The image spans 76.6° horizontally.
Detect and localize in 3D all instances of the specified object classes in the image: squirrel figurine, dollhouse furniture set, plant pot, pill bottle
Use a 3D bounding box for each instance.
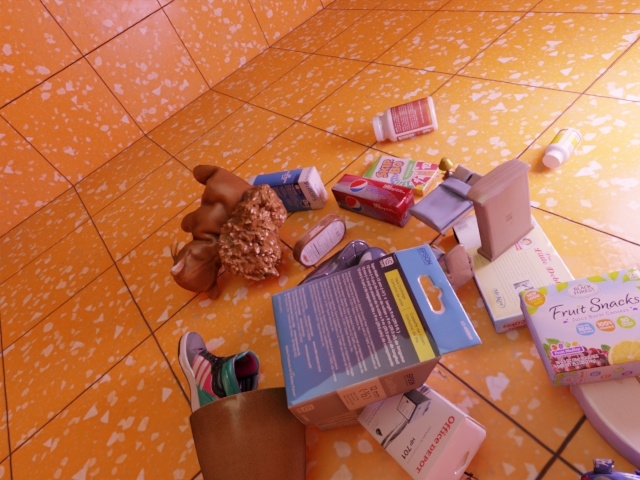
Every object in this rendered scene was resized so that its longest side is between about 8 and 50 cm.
[{"bbox_3d":[-0.298,-0.004,1.265,0.396,0.281,0.371,11,62,38],"label":"squirrel figurine"},{"bbox_3d":[0.309,-0.096,0.994,0.286,0.198,0.303,-37,41,-6],"label":"dollhouse furniture set"},{"bbox_3d":[-0.125,0.452,0.787,0.237,0.237,0.255,-21,57,8],"label":"plant pot"},{"bbox_3d":[0.674,-0.258,1.139,0.065,0.065,0.116,26,64,42],"label":"pill bottle"},{"bbox_3d":[0.301,-0.427,1.454,0.216,0.121,0.121,-11,45,17],"label":"pill bottle"}]

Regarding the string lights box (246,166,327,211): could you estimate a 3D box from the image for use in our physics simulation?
[{"bbox_3d":[-0.122,-0.168,1.419,0.259,0.133,0.077,-4,47,24],"label":"string lights box"}]

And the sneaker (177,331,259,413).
[{"bbox_3d":[-0.250,0.317,1.027,0.178,0.124,0.296,-34,50,1],"label":"sneaker"}]

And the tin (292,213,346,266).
[{"bbox_3d":[0.000,0.000,1.215,0.189,0.106,0.040,-41,44,-13],"label":"tin"}]

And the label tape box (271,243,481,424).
[{"bbox_3d":[0.094,0.174,0.796,0.347,0.115,0.249,-19,46,3],"label":"label tape box"}]

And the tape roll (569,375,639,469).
[{"bbox_3d":[0.643,0.229,0.688,0.391,0.072,0.392,-15,45,15],"label":"tape roll"}]

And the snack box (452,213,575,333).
[{"bbox_3d":[0.452,0.049,0.966,0.187,0.060,0.322,-19,43,13],"label":"snack box"}]

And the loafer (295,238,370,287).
[{"bbox_3d":[0.017,0.114,1.121,0.302,0.109,0.095,-42,11,-18],"label":"loafer"}]

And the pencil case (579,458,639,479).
[{"bbox_3d":[0.445,0.463,0.526,0.119,0.133,0.306,13,50,-5],"label":"pencil case"}]

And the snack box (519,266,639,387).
[{"bbox_3d":[0.495,0.155,0.731,0.206,0.070,0.175,-14,45,14],"label":"snack box"}]

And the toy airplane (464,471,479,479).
[{"bbox_3d":[0.236,0.475,0.696,0.151,0.028,0.151,-16,44,16],"label":"toy airplane"}]

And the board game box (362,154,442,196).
[{"bbox_3d":[0.258,-0.221,1.347,0.259,0.039,0.124,19,59,42],"label":"board game box"}]

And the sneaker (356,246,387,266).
[{"bbox_3d":[0.139,0.124,0.987,0.112,0.131,0.319,5,52,1],"label":"sneaker"}]

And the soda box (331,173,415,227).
[{"bbox_3d":[0.162,-0.130,1.265,0.263,0.092,0.083,22,61,40],"label":"soda box"}]

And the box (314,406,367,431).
[{"bbox_3d":[0.036,0.333,0.855,0.126,0.137,0.072,-17,42,12],"label":"box"}]

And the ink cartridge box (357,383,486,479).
[{"bbox_3d":[0.180,0.341,0.749,0.140,0.082,0.190,-54,29,-8],"label":"ink cartridge box"}]
